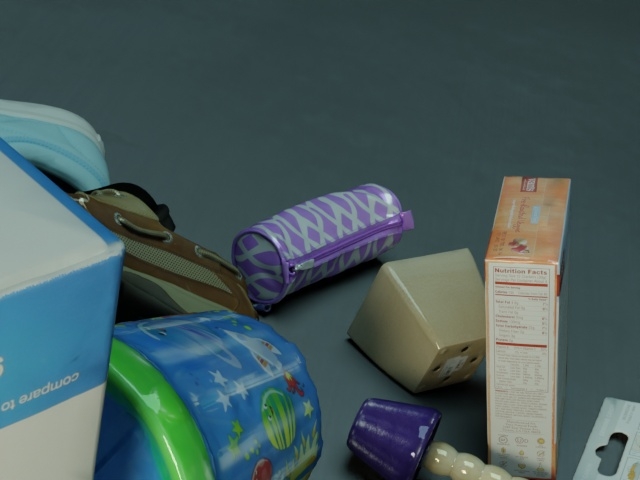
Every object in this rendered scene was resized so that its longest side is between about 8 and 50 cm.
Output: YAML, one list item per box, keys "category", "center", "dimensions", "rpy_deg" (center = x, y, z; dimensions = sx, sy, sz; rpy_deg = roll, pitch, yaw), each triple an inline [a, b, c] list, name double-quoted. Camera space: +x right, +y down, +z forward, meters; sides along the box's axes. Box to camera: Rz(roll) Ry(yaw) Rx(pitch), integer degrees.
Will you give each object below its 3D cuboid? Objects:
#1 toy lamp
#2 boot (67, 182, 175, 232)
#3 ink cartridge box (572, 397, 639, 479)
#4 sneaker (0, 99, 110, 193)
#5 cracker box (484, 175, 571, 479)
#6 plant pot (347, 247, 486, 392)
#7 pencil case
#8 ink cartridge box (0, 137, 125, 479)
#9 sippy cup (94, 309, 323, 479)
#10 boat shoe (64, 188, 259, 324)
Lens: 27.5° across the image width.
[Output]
- category: "toy lamp"
  center: [0.155, 0.211, 1.117]
  dimensions: [0.274, 0.080, 0.080]
  rpy_deg: [22, 33, 12]
- category: "boot"
  center: [-0.303, -0.067, 1.167]
  dimensions: [0.348, 0.260, 0.131]
  rpy_deg: [-21, 6, -42]
- category: "ink cartridge box"
  center: [0.361, 0.234, 1.210]
  dimensions: [0.232, 0.066, 0.189]
  rpy_deg: [4, 27, 24]
- category: "sneaker"
  center: [-0.379, -0.071, 1.278]
  dimensions: [0.365, 0.135, 0.150]
  rpy_deg: [-1, 33, -22]
- category: "cracker box"
  center: [0.189, 0.078, 1.184]
  dimensions: [0.067, 0.232, 0.156]
  rpy_deg: [3, 30, 13]
- category: "plant pot"
  center: [0.109, 0.085, 1.274]
  dimensions: [0.109, 0.109, 0.096]
  rpy_deg: [-10, 52, -33]
- category: "pencil case"
  center: [0.000, 0.000, 1.363]
  dimensions: [0.088, 0.086, 0.206]
  rpy_deg: [-3, 16, 44]
- category: "ink cartridge box"
  center: [-0.285, 0.110, 0.801]
  dimensions: [0.166, 0.395, 0.285]
  rpy_deg: [-22, 47, -41]
- category: "sippy cup"
  center: [-0.119, 0.155, 0.977]
  dimensions: [0.224, 0.240, 0.306]
  rpy_deg: [-19, 74, -55]
- category: "boat shoe"
  center: [-0.187, 0.021, 1.108]
  dimensions: [0.324, 0.122, 0.120]
  rpy_deg: [33, 38, -32]
